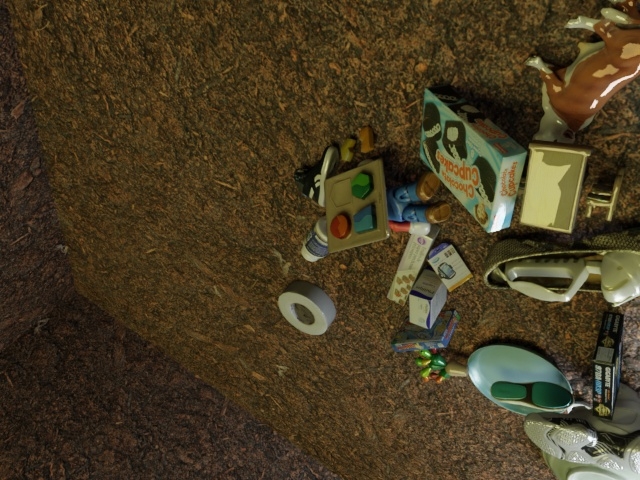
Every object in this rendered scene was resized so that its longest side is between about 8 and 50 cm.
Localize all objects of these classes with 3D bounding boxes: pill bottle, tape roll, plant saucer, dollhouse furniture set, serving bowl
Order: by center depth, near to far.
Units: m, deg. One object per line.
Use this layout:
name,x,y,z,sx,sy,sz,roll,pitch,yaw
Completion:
dollhouse furniture set,0.498,-0.136,1.092,0.212,0.242,0.161,14,116,29
serving bowl,0.800,0.517,1.619,0.083,0.027,0.083,22,137,22
plant saucer,0.623,0.431,1.669,0.317,0.044,0.318,21,137,22
plant saucer,0.915,0.769,1.710,0.400,0.100,0.400,21,137,22
pill bottle,0.000,0.000,1.719,0.094,0.094,0.169,40,141,1
tape roll,-0.052,0.257,2.022,0.219,0.072,0.219,22,138,21

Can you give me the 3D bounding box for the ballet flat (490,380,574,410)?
ballet flat,0.642,0.470,1.608,0.248,0.086,0.086,-1,126,41

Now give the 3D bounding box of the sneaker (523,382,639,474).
sneaker,0.748,0.494,1.455,0.365,0.210,0.137,9,125,15

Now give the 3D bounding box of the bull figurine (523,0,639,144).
bull figurine,0.500,-0.317,1.016,0.188,0.101,0.310,42,141,0

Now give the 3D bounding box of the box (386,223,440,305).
box,0.274,0.072,1.593,0.063,0.067,0.324,28,140,15

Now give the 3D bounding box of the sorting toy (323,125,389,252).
sorting toy,0.081,-0.135,1.407,0.229,0.041,0.307,-18,70,46

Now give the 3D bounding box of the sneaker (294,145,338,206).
sneaker,-0.022,-0.201,1.559,0.121,0.079,0.217,28,140,16

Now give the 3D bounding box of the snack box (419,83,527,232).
snack box,0.318,-0.188,1.164,0.322,0.060,0.187,-117,17,-47

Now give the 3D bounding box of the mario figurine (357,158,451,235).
mario figurine,0.201,-0.117,1.426,0.320,0.170,0.198,0,85,50

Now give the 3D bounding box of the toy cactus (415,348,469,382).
toy cactus,0.407,0.412,1.775,0.180,0.112,0.219,5,136,37

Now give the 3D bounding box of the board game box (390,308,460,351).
board game box,0.333,0.288,1.692,0.201,0.136,0.035,-19,114,46

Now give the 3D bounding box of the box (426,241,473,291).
box,0.363,0.070,1.512,0.081,0.028,0.136,-35,103,6

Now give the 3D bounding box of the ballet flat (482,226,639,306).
ballet flat,0.607,0.075,1.235,0.482,0.182,0.164,-4,123,40

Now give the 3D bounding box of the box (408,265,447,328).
box,0.322,0.168,1.585,0.072,0.137,0.126,17,136,27

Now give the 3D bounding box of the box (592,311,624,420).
box,0.740,0.324,1.368,0.051,0.175,0.220,6,130,34
